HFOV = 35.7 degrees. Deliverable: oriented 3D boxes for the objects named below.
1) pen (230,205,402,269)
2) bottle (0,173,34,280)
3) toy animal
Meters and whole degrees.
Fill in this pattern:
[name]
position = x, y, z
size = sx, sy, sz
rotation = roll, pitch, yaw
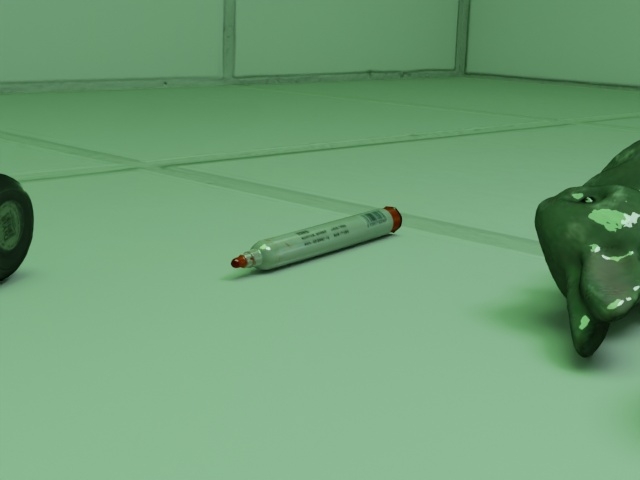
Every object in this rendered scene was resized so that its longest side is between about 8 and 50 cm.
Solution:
[pen]
position = 0.000, 0.000, 0.798
size = 0.026, 0.026, 0.218
rotation = 11, 16, 34
[bottle]
position = -0.330, -0.017, 0.716
size = 0.253, 0.080, 0.096
rotation = 5, -25, 14
[toy animal]
position = 0.199, -0.008, 0.647
size = 0.108, 0.138, 0.236
rotation = 47, 29, 22
